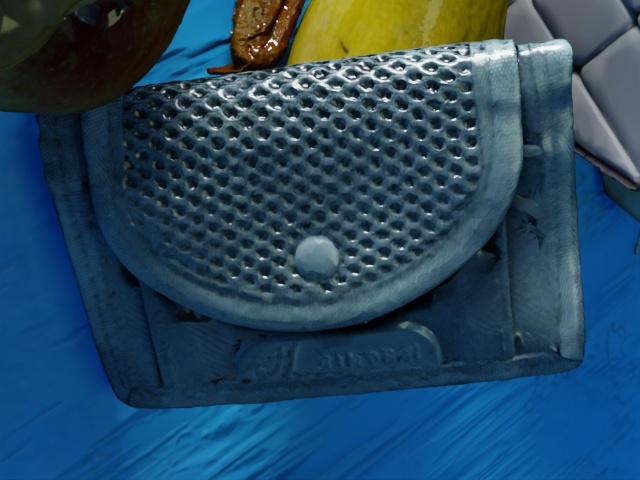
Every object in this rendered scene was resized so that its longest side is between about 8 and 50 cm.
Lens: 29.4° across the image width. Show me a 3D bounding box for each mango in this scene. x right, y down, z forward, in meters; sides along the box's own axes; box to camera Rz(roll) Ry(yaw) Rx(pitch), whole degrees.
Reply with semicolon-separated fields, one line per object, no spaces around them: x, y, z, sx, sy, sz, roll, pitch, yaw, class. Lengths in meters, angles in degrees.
0.060;-0.122;0.901;0.195;0.142;0.332;10;100;-64;mango

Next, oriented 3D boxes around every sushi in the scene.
-0.037;-0.166;0.864;0.052;0.055;0.120;18;88;-23;sushi

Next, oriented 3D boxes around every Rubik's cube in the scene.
0.273;-0.208;0.977;0.224;0.221;0.231;-25;140;-34;Rubik's cube

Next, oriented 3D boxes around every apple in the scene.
-0.166;-0.176;0.662;0.207;0.174;0.188;31;106;-2;apple

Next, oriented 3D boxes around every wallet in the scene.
0.000;0.000;0.802;0.342;0.075;0.237;-6;116;6;wallet

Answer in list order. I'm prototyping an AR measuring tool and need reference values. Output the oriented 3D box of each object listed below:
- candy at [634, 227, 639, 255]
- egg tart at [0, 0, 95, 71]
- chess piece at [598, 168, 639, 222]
0.342;-0.022;1.286;0.023;0.025;0.083;-2;118;-13;candy
-0.203;-0.215;0.511;0.340;0.351;0.153;-61;169;-9;egg tart
0.439;-0.152;1.236;0.330;0.182;0.182;-39;128;-33;chess piece
